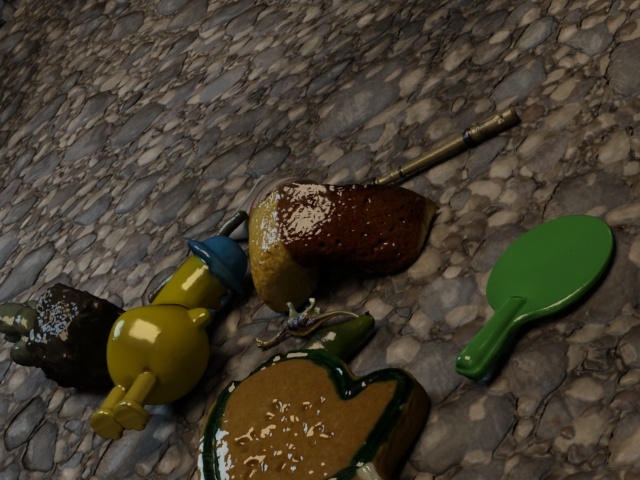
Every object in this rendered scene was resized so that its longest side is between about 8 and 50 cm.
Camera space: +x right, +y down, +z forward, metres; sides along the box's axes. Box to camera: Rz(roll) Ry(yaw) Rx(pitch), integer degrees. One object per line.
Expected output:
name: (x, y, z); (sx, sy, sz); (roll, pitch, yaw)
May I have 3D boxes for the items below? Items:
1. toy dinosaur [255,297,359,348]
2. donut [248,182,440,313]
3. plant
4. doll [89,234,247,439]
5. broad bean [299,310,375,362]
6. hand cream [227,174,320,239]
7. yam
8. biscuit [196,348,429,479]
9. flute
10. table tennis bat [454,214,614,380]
toy dinosaur: (-0.016, 0.102, 2.012); (0.180, 0.037, 0.058); (-23, 57, 43)
donut: (0.000, 0.000, 2.023); (0.295, 0.151, 0.112); (-23, 44, 29)
plant: (-0.403, 0.138, 2.312); (0.274, 0.146, 0.149); (6, 57, 54)
doll: (-0.215, 0.124, 2.116); (0.199, 0.145, 0.363); (-23, 27, 39)
broad bean: (-0.014, 0.157, 1.923); (0.195, 0.046, 0.061); (-34, 32, 18)
hand cream: (-0.074, -0.053, 2.259); (0.133, 0.083, 0.248); (-53, 22, -18)
yam: (-0.184, 0.029, 2.276); (0.234, 0.027, 0.029); (-41, 24, 31)
biscuit: (-0.009, 0.238, 1.745); (0.287, 0.057, 0.344); (-26, 35, 7)
flute: (0.173, -0.125, 2.099); (0.233, 0.027, 0.027); (-27, 32, 24)
table tennis bat: (0.242, 0.063, 1.753); (0.257, 0.039, 0.160); (-48, 30, -22)
